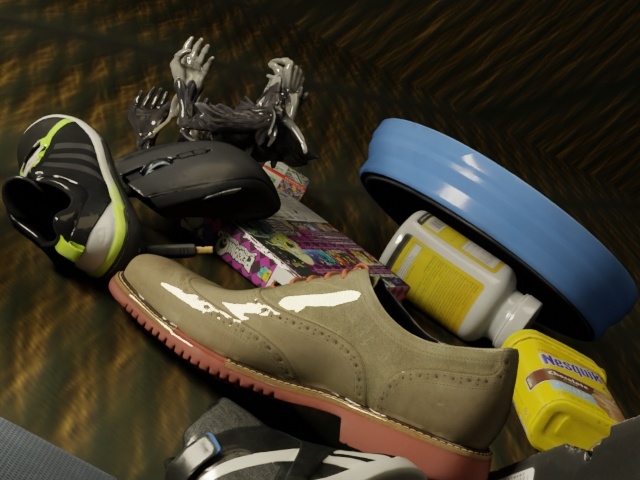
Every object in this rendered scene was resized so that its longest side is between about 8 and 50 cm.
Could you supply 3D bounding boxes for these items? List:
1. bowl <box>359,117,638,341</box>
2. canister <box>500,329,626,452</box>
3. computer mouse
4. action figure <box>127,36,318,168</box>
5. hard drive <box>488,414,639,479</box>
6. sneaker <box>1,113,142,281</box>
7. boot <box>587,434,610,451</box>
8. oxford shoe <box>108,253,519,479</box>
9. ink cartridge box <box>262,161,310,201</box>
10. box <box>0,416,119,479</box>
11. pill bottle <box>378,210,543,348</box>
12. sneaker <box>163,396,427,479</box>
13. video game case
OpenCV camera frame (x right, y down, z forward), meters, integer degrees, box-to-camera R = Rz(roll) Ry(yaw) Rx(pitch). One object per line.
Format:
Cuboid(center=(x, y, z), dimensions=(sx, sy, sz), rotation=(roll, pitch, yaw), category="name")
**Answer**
Cuboid(center=(0.214, -0.006, 1.786), dimensions=(0.391, 0.077, 0.391), rotation=(36, -7, 5), category="bowl")
Cuboid(center=(0.261, 0.174, 1.517), dimensions=(0.126, 0.073, 0.170), rotation=(28, 16, -13), category="canister")
Cuboid(center=(-0.127, -0.046, 1.379), dimensions=(0.262, 0.060, 0.184), rotation=(3, 31, -35), category="computer mouse")
Cuboid(center=(-0.102, -0.149, 1.563), dimensions=(0.164, 0.141, 0.276), rotation=(16, -8, -36), category="action figure")
Cuboid(center=(0.305, 0.243, 1.095), dimensions=(0.339, 0.237, 0.064), rotation=(25, 57, -23), category="hard drive")
Cuboid(center=(-0.233, -0.052, 1.239), dimensions=(0.097, 0.084, 0.234), rotation=(18, 19, -39), category="sneaker")
Cuboid(center=(0.328, 0.265, 1.342), dimensions=(0.165, 0.077, 0.213), rotation=(43, 15, 32), category="boot")
Cuboid(center=(-0.005, 0.071, 1.135), dimensions=(0.348, 0.130, 0.123), rotation=(24, 5, 16), category="oxford shoe")
Cuboid(center=(-0.050, -0.071, 1.797), dimensions=(0.063, 0.029, 0.115), rotation=(31, 14, -3), category="ink cartridge box")
Cuboid(center=(-0.223, 0.124, 0.704), dimensions=(0.233, 0.059, 0.183), rotation=(30, 13, -4), category="box")
Cuboid(center=(0.164, 0.053, 1.665), dimensions=(0.184, 0.103, 0.103), rotation=(35, 14, 14), category="pill bottle")
Cuboid(center=(-0.019, 0.154, 0.985), dimensions=(0.121, 0.079, 0.217), rotation=(40, 17, 29), category="sneaker")
Cuboid(center=(-0.035, 0.007, 1.531), dimensions=(0.210, 0.042, 0.232), rotation=(36, 15, 23), category="video game case")
